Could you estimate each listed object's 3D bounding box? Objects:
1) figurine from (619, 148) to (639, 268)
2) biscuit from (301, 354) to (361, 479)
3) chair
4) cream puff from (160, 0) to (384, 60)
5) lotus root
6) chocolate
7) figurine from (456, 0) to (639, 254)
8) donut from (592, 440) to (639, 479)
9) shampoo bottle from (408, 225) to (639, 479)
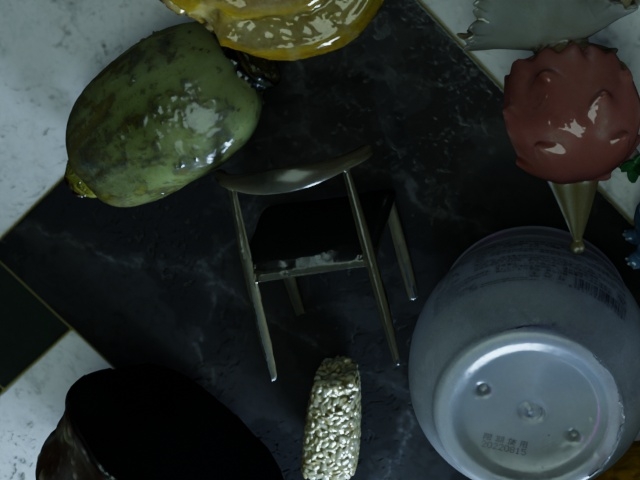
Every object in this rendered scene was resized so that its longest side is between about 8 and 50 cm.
[{"bbox_3d":[0.388,-0.046,1.734,0.145,0.114,0.178,13,133,-26],"label":"figurine"},{"bbox_3d":[0.017,0.228,1.969,0.070,0.082,0.168,7,116,7],"label":"biscuit"},{"bbox_3d":[0.000,0.000,1.815,0.188,0.166,0.272,-8,118,16],"label":"chair"},{"bbox_3d":[-0.042,-0.367,1.611,0.327,0.231,0.343,-30,99,18],"label":"cream puff"},{"bbox_3d":[-0.191,-0.133,1.803,0.309,0.173,0.173,-33,105,27],"label":"lotus root"},{"bbox_3d":[-0.221,0.325,2.000,0.340,0.225,0.210,40,130,-7],"label":"chocolate"},{"bbox_3d":[0.266,-0.177,1.671,0.207,0.166,0.386,-12,102,28],"label":"figurine"},{"bbox_3d":[0.387,0.411,1.880,0.378,0.163,0.435,-5,128,40],"label":"donut"},{"bbox_3d":[0.240,0.134,1.769,0.273,0.266,0.273,4,114,9],"label":"shampoo bottle"}]
